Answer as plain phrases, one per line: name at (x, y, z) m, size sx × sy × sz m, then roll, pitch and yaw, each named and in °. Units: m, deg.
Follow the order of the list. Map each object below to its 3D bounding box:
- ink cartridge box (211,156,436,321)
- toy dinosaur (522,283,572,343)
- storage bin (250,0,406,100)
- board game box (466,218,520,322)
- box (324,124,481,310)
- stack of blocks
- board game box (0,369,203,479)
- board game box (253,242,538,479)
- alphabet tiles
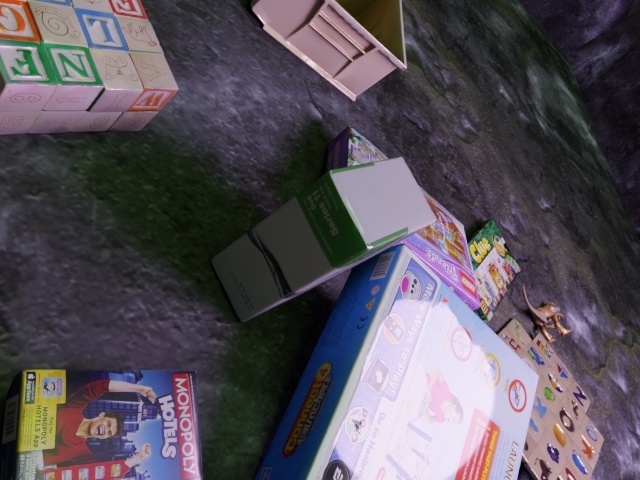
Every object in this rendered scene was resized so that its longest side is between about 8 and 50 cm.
ink cartridge box at (0.000, 0.000, 0.593) m, size 0.153 × 0.208 × 0.087 m, roll -20°, pitch 80°, yaw -52°
toy dinosaur at (0.486, 0.168, 1.162) m, size 0.211 × 0.064 × 0.112 m, roll 16°, pitch 38°, yaw -53°
storage bin at (0.020, -0.436, 0.945) m, size 0.260 × 0.123 × 0.263 m, roll 29°, pitch 49°, yaw -34°
board game box at (0.337, 0.055, 1.077) m, size 0.136 × 0.030 × 0.259 m, roll 58°, pitch 38°, yaw -1°
box at (0.128, -0.028, 0.834) m, size 0.293 × 0.057 × 0.201 m, roll 37°, pitch 34°, yaw -23°
stack of blocks at (-0.298, -0.190, 0.471) m, size 0.297 × 0.087 × 0.171 m, roll -16°, pitch 81°, yaw -51°
board game box at (-0.149, 0.206, 0.420) m, size 0.194 × 0.060 × 0.194 m, roll 15°, pitch 57°, yaw -44°
board game box at (0.115, 0.218, 0.628) m, size 0.302 × 0.086 × 0.308 m, roll 42°, pitch 57°, yaw -23°
alphabet tiles at (0.412, 0.300, 0.981) m, size 0.342 × 0.011 × 0.285 m, roll -18°, pitch 70°, yaw -51°
